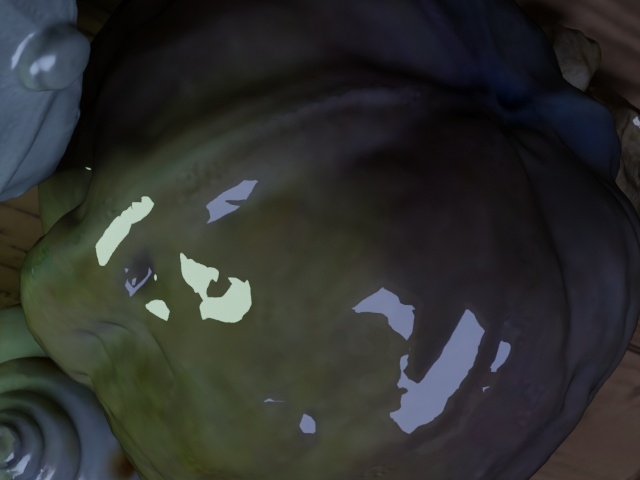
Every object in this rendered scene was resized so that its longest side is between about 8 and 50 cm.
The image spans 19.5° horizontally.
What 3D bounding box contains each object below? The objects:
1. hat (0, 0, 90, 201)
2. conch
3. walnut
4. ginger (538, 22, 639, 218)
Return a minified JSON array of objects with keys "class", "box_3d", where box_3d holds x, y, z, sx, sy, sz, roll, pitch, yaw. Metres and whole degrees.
[{"class":"hat","box_3d":[-0.236,-0.074,0.594,0.301,0.168,0.258,-16,140,-10]},{"class":"conch","box_3d":[-0.127,0.116,0.886,0.182,0.149,0.275,-24,145,-7]},{"class":"walnut","box_3d":[-0.001,0.001,0.734,0.248,0.248,0.248,-14,141,-12]},{"class":"ginger","box_3d":[0.107,-0.017,0.912,0.137,0.074,0.213,-22,138,10]}]
